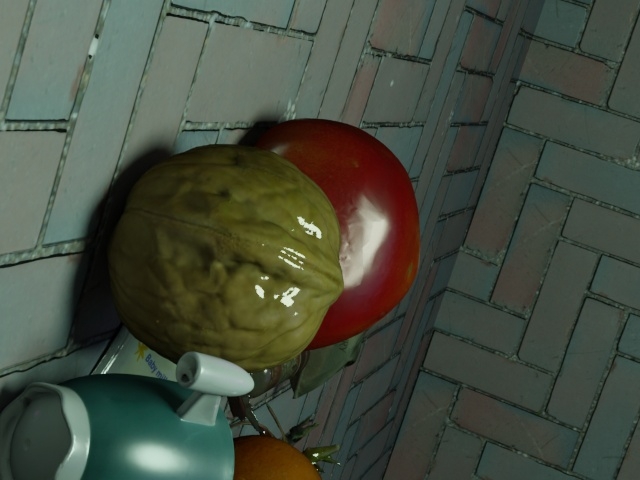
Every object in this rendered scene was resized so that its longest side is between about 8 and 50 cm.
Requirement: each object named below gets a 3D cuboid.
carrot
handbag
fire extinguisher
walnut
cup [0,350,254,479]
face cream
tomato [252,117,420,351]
[{"bbox_3d":[-0.098,0.357,1.666,0.193,0.214,0.331,-43,173,27],"label":"carrot"},{"bbox_3d":[0.033,0.105,1.940,0.182,0.117,0.270,-21,131,-53],"label":"handbag"},{"bbox_3d":[-0.074,0.177,1.669,0.075,0.106,0.252,-55,169,14],"label":"fire extinguisher"},{"bbox_3d":[-0.086,0.018,1.188,0.228,0.228,0.228,21,90,-75],"label":"walnut"},{"bbox_3d":[-0.192,0.194,1.123,0.300,0.167,0.173,-42,142,24],"label":"cup"},{"bbox_3d":[-0.188,0.170,1.360,0.114,0.070,0.224,-61,155,-28],"label":"face cream"},{"bbox_3d":[0.000,0.000,1.465,0.298,0.226,0.298,-55,157,-36],"label":"tomato"}]
